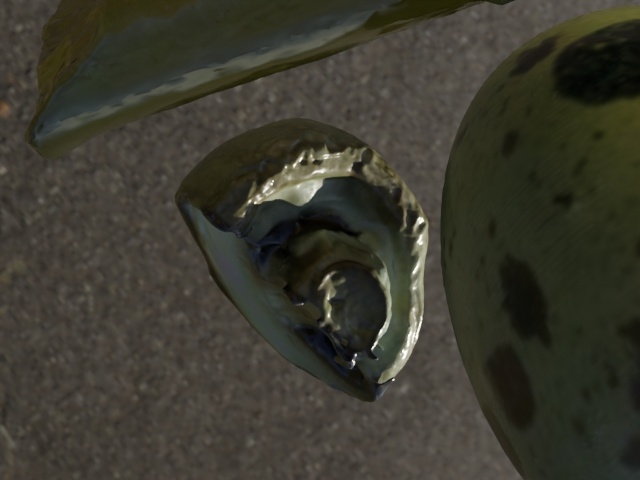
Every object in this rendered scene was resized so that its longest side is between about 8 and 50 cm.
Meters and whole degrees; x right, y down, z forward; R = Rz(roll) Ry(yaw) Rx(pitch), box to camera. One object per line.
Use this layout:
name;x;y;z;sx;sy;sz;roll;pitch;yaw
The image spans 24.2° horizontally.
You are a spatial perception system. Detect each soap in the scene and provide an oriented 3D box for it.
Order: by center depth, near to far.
soap;0.046;-0.179;0.739;0.427;0.306;0.115;-21;107;-1

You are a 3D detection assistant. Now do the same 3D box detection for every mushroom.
mushroom;-0.001;0.002;1.346;0.164;0.189;0.267;-47;106;-15

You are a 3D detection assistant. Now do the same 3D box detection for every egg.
egg;0.216;0.030;0.824;0.288;0.379;0.287;-25;155;-12
